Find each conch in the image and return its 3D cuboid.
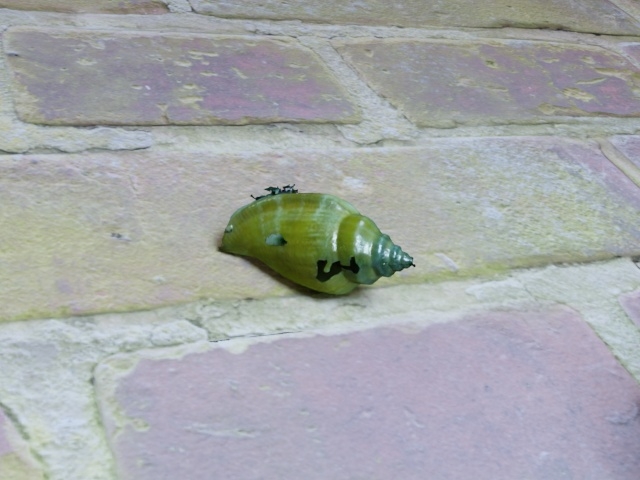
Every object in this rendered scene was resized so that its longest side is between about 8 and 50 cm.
[{"bbox_3d":[0.000,0.002,0.958,0.200,0.095,0.079,22,0,14],"label":"conch"}]
